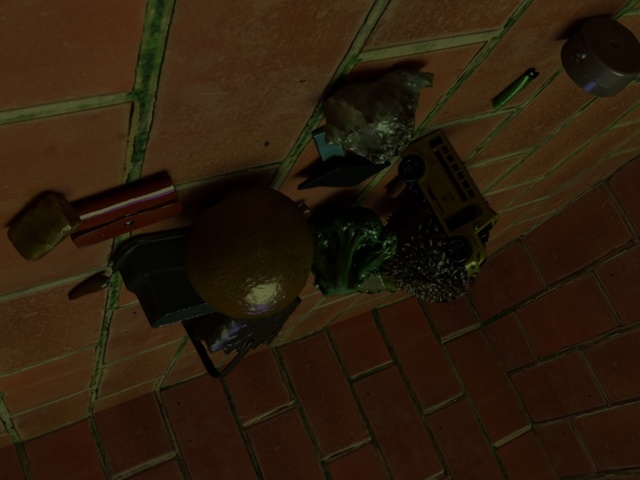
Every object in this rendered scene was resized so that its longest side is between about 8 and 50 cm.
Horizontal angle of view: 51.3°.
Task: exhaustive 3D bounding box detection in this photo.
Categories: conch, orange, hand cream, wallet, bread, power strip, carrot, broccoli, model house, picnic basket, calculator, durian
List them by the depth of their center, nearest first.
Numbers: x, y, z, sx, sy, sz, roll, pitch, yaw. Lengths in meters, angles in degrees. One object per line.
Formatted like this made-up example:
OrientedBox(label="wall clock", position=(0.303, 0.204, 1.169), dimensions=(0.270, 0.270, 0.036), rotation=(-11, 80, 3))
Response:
OrientedBox(label="bread", position=(-0.455, -0.020, 1.095), dimensions=(0.132, 0.074, 0.053), rotation=(-31, -178, 27))
OrientedBox(label="conch", position=(0.104, -0.229, 1.195), dimensions=(0.245, 0.163, 0.178), rotation=(-38, -158, -15))
OrientedBox(label="wallet", position=(-0.356, -0.049, 1.203), dimensions=(0.204, 0.045, 0.142), rotation=(-21, 165, -13))
OrientedBox(label="power strip", position=(0.564, -0.368, 1.336), dimensions=(0.154, 0.154, 0.078), rotation=(-17, 163, -26))
OrientedBox(label="calculator", position=(0.021, -0.192, 1.350), dimensions=(0.057, 0.018, 0.172), rotation=(-25, 166, 2))
OrientedBox(label="orange", position=(-0.142, 0.024, 1.362), dimensions=(0.274, 0.274, 0.274), rotation=(-23, 165, -6))
OrientedBox(label="hand cream", position=(0.435, -0.337, 1.488), dimensions=(0.036, 0.023, 0.122), rotation=(4, 149, -38))
OrientedBox(label="wallet", position=(0.057, -0.151, 1.510), dimensions=(0.124, 0.025, 0.244), rotation=(-29, 171, 33))
OrientedBox(label="carrot", position=(-0.528, 0.109, 1.514), dimensions=(0.142, 0.035, 0.035), rotation=(-23, 167, 23))
OrientedBox(label="carrot", position=(0.232, -0.169, 1.737), dimensions=(0.037, 0.037, 0.190), rotation=(-13, 160, -37))
OrientedBox(label="broccoli", position=(0.068, 0.035, 1.751), dimensions=(0.265, 0.245, 0.294), rotation=(11, 154, -1))
OrientedBox(label="picnic basket", position=(-0.247, 0.186, 1.782), dimensions=(0.291, 0.254, 0.321), rotation=(-2, 140, -53))
OrientedBox(label="durian", position=(0.334, 0.007, 1.926), dimensions=(0.384, 0.348, 0.347), rotation=(-25, 167, -29))
OrientedBox(label="model house", position=(0.123, 0.087, 2.091), dimensions=(0.193, 0.175, 0.234), rotation=(-1, 178, 21))

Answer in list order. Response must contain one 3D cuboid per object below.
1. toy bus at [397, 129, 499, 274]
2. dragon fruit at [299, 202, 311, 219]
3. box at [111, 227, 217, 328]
OrientedBox(label="toy bus", position=(0.310, -0.087, 1.567), dimensions=(0.151, 0.331, 0.145), rotation=(-30, 165, 8))
OrientedBox(label="dragon fruit", position=(-0.069, -0.041, 1.624), dimensions=(0.116, 0.086, 0.081), rotation=(-38, 124, 19))
OrientedBox(label="box", position=(-0.300, 0.077, 1.472), dimensions=(0.274, 0.178, 0.138), rotation=(-14, 162, -37))
